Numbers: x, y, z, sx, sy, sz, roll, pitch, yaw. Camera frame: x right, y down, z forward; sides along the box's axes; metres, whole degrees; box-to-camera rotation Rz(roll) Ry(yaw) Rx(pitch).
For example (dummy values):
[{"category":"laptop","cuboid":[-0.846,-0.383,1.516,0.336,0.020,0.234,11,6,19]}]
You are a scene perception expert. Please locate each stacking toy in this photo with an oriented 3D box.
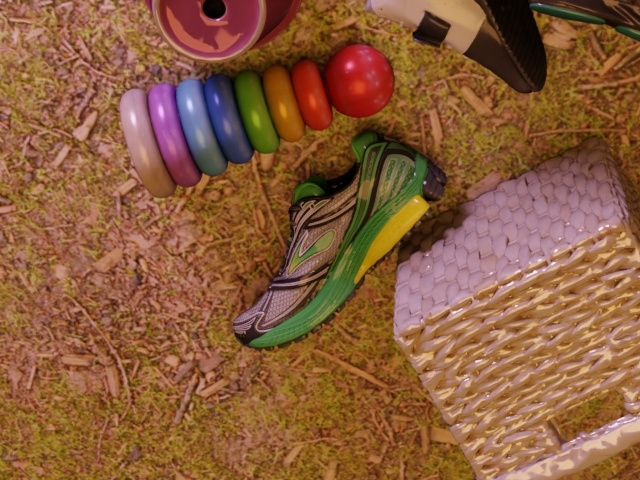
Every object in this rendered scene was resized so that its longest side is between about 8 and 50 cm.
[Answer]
[{"category":"stacking toy","cuboid":[-0.071,-0.164,1.898,0.330,0.141,0.141,-18,115,4]}]

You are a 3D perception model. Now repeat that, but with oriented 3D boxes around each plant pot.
[{"category":"plant pot","cuboid":[-0.119,-0.296,1.794,0.201,0.180,0.201,1,116,3]}]

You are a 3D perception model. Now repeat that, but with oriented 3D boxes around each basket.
[{"category":"basket","cuboid":[0.284,0.085,1.895,0.328,0.331,0.266,-28,107,15]}]

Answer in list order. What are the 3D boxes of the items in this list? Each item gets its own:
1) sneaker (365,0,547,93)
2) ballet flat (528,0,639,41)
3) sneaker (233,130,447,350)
[{"category":"sneaker","cuboid":[0.136,-0.289,1.834,0.146,0.122,0.330,-29,114,35]},{"category":"ballet flat","cuboid":[0.351,-0.280,1.848,0.203,0.074,0.074,18,117,1]},{"category":"sneaker","cuboid":[0.000,0.000,1.983,0.146,0.134,0.343,39,104,-9]}]
